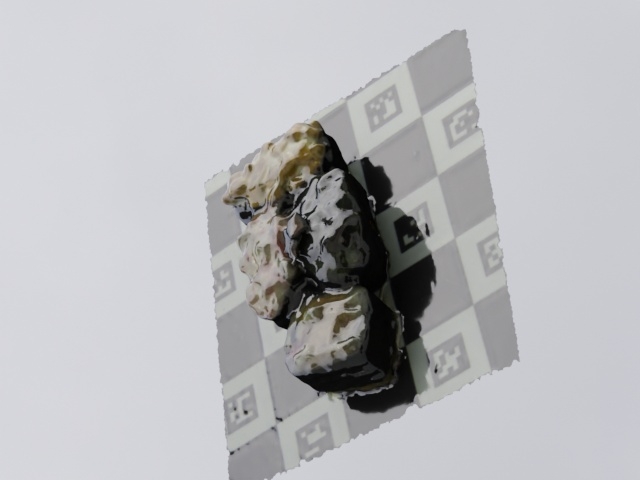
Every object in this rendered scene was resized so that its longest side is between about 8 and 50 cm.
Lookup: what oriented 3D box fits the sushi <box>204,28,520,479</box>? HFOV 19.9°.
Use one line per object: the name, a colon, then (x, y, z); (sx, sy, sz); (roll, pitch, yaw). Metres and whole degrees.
sushi: (0.000, 0.000, 0.959); (0.050, 0.192, 0.215); (32, -141, -42)
